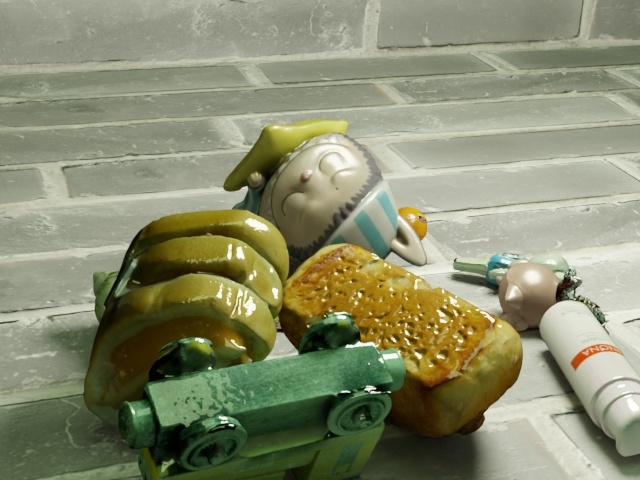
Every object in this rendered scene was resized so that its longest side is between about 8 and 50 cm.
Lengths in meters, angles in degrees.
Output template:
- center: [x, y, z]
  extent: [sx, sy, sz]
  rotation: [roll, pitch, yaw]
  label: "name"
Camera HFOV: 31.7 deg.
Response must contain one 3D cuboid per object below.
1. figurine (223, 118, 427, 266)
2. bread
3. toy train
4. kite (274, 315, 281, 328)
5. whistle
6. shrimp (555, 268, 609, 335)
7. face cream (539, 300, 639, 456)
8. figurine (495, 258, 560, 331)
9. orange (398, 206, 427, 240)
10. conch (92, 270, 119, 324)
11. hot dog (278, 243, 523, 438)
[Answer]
- center: [0.000, 0.000, 2.128]
  extent: [0.266, 0.361, 0.378]
  rotation: [-20, 66, -34]
  label: "figurine"
- center: [-0.203, 0.086, 1.674]
  extent: [0.300, 0.210, 0.341]
  rotation: [-28, 30, 35]
  label: "bread"
- center: [-0.079, 0.242, 1.494]
  extent: [0.397, 0.253, 0.160]
  rotation: [-8, 51, -26]
  label: "toy train"
- center: [-0.039, 0.143, 2.005]
  extent: [0.241, 0.014, 0.183]
  rotation: [1, 28, -4]
  label: "kite"
- center: [0.373, 0.060, 2.167]
  extent: [0.235, 0.077, 0.114]
  rotation: [4, 15, 16]
  label: "whistle"
- center: [0.455, 0.116, 1.992]
  extent: [0.076, 0.174, 0.082]
  rotation: [-30, 39, 16]
  label: "shrimp"
- center: [0.447, 0.215, 1.797]
  extent: [0.102, 0.102, 0.345]
  rotation: [-1, 24, -9]
  label: "face cream"
- center: [0.376, 0.102, 2.027]
  extent: [0.125, 0.125, 0.138]
  rotation: [6, 39, 8]
  label: "figurine"
- center: [0.180, -0.029, 2.323]
  extent: [0.083, 0.084, 0.083]
  rotation: [2, 25, -1]
  label: "orange"
- center: [-0.310, 0.122, 1.891]
  extent: [0.181, 0.124, 0.187]
  rotation: [11, 34, 25]
  label: "conch"
- center: [0.126, 0.170, 1.724]
  extent: [0.405, 0.223, 0.185]
  rotation: [27, 65, 39]
  label: "hot dog"
